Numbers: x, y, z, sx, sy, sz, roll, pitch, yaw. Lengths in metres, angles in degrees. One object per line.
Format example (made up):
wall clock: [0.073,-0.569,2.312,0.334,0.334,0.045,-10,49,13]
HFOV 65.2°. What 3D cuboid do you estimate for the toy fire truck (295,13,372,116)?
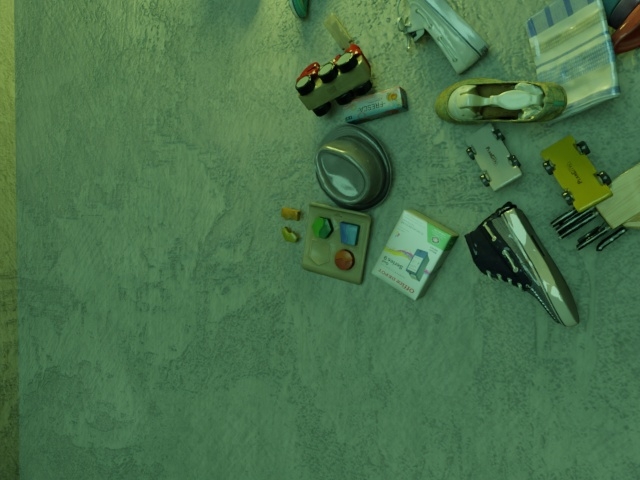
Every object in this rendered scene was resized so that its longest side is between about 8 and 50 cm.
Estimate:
toy fire truck: [0.030,-0.534,1.502,0.217,0.158,0.246,-22,44,26]

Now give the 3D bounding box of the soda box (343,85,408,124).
soda box: [0.161,-0.393,1.469,0.183,0.058,0.062,-9,88,29]

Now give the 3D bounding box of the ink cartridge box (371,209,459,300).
ink cartridge box: [0.265,0.039,1.413,0.154,0.093,0.212,33,108,22]

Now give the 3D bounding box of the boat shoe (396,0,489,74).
boat shoe: [0.279,-0.593,1.370,0.367,0.136,0.156,48,115,7]

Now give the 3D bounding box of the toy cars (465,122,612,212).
toy cars: [0.533,-0.178,1.245,0.394,0.087,0.176,24,88,42]

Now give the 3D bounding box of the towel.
towel: [0.589,-0.438,1.186,0.209,0.034,0.284,167,92,-68]

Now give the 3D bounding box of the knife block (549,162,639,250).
knife block: [0.690,-0.103,1.185,0.242,0.088,0.275,11,98,26]

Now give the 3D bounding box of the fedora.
fedora: [0.071,-0.205,1.467,0.244,0.124,0.275,-41,81,30]

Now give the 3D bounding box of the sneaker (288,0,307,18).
sneaker: [-0.041,-0.828,1.539,0.110,0.107,0.274,12,98,17]

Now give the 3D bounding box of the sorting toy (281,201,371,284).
sorting toy: [0.000,0.000,1.561,0.308,0.041,0.228,14,107,27]

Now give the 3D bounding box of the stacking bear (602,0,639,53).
stacking bear: [0.675,-0.595,1.139,0.288,0.165,0.175,65,154,22]

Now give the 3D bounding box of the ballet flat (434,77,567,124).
ballet flat: [0.426,-0.350,1.259,0.349,0.123,0.123,13,98,40]

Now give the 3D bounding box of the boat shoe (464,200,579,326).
boat shoe: [0.507,0.082,1.282,0.158,0.127,0.340,-34,69,31]
